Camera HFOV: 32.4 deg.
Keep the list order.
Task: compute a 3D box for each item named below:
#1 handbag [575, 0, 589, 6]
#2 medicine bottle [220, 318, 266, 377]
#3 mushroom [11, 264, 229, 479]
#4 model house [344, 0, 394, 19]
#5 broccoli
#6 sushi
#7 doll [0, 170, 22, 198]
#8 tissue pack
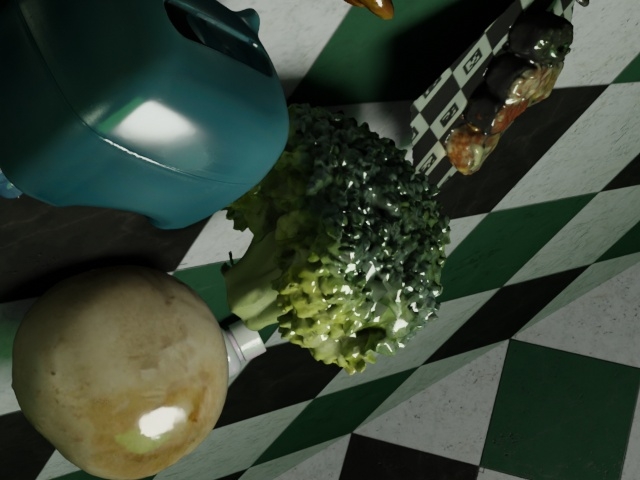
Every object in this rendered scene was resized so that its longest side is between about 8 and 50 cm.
[{"bbox_3d":[0.263,-0.319,1.240,0.072,0.139,0.115,-31,160,23],"label":"handbag"},{"bbox_3d":[-0.219,0.213,1.828,0.260,0.095,0.095,-28,158,-9],"label":"medicine bottle"},{"bbox_3d":[-0.282,0.187,1.497,0.292,0.292,0.290,-15,171,-33],"label":"mushroom"},{"bbox_3d":[0.048,-0.305,0.949,0.229,0.199,0.219,-10,130,-18],"label":"model house"},{"bbox_3d":[0.006,0.010,1.358,0.281,0.348,0.293,-30,155,28],"label":"broccoli"},{"bbox_3d":[0.259,-0.195,1.463,0.339,0.069,0.320,-45,160,-13],"label":"sushi"},{"bbox_3d":[-0.325,-0.080,1.132,0.076,0.050,0.083,-31,157,-10],"label":"doll"},{"bbox_3d":[-0.159,-0.136,1.018,0.206,0.198,0.287,-38,155,21],"label":"tissue pack"}]
